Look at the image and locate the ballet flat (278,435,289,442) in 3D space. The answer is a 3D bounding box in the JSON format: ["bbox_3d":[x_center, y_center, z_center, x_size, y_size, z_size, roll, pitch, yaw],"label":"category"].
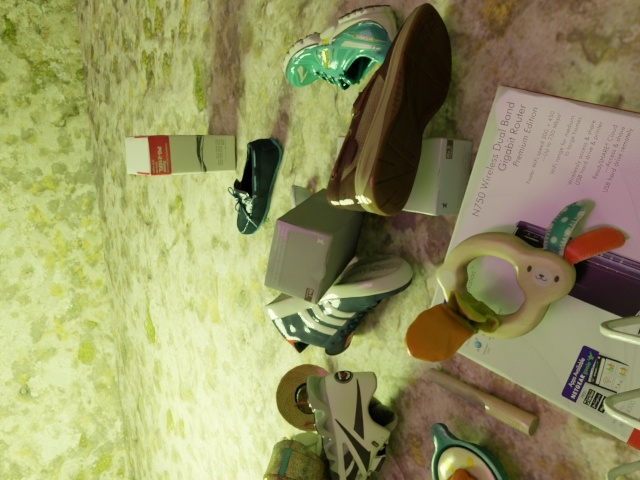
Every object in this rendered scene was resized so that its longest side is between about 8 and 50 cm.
[{"bbox_3d":[-0.091,0.563,1.208,0.057,0.049,0.173,16,107,49],"label":"ballet flat"}]

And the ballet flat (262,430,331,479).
[{"bbox_3d":[-0.023,0.438,0.975,0.123,0.123,0.348,63,180,24],"label":"ballet flat"}]

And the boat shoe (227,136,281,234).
[{"bbox_3d":[-0.175,-0.131,1.185,0.109,0.089,0.258,40,125,41],"label":"boat shoe"}]

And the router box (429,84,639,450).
[{"bbox_3d":[0.305,0.025,0.561,0.301,0.082,0.335,25,115,33],"label":"router box"}]

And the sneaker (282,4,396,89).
[{"bbox_3d":[0.027,-0.328,0.902,0.275,0.107,0.110,-5,100,52],"label":"sneaker"}]

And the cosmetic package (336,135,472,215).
[{"bbox_3d":[0.127,-0.113,0.816,0.231,0.085,0.117,16,107,47],"label":"cosmetic package"}]

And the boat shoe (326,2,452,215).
[{"bbox_3d":[0.094,-0.194,0.721,0.123,0.123,0.342,2,68,44],"label":"boat shoe"}]

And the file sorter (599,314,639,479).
[{"bbox_3d":[0.331,0.195,0.350,0.193,0.173,0.278,-174,79,-72],"label":"file sorter"}]

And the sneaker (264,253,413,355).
[{"bbox_3d":[0.048,0.136,0.936,0.350,0.131,0.148,-22,99,45],"label":"sneaker"}]

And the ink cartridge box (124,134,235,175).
[{"bbox_3d":[-0.365,-0.226,1.294,0.172,0.237,0.100,13,108,50],"label":"ink cartridge box"}]

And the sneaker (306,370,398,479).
[{"bbox_3d":[0.079,0.378,0.916,0.122,0.146,0.331,-102,-1,-60],"label":"sneaker"}]

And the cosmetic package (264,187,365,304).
[{"bbox_3d":[0.000,0.000,0.862,0.107,0.238,0.127,19,111,16],"label":"cosmetic package"}]

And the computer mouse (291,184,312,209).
[{"bbox_3d":[-0.033,-0.066,0.995,0.193,0.042,0.106,97,170,-86],"label":"computer mouse"}]

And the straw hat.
[{"bbox_3d":[-0.024,0.348,1.079,0.144,0.144,0.061,59,175,28],"label":"straw hat"}]

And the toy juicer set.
[{"bbox_3d":[0.251,0.361,0.721,0.209,0.089,0.329,-16,82,51],"label":"toy juicer set"}]

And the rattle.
[{"bbox_3d":[0.194,0.042,0.515,0.199,0.142,0.130,-29,67,45],"label":"rattle"}]
